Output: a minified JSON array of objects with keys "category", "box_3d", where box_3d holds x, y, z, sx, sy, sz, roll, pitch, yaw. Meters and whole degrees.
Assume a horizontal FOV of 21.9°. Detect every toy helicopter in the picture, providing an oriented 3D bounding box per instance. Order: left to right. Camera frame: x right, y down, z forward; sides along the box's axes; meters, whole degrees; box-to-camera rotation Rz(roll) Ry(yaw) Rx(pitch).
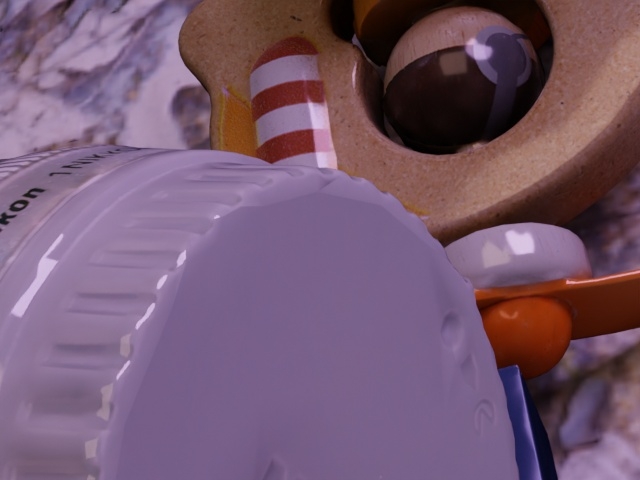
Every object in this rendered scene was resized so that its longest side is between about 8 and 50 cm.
[{"category":"toy helicopter","box_3d":[0.000,0.000,0.642,0.355,0.140,0.235,-42,60,3]}]

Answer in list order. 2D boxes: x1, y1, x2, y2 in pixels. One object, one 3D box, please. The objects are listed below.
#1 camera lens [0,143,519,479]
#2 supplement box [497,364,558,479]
[{"category":"camera lens","box_3d":[-0.107,0.088,0.483,0.274,0.219,0.219,-4,54,33]},{"category":"supplement box","box_3d":[0.041,0.100,0.573,0.083,0.056,0.083,-16,53,11]}]
